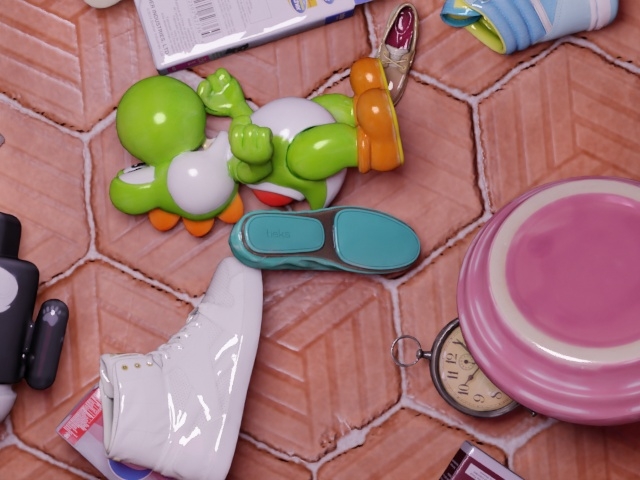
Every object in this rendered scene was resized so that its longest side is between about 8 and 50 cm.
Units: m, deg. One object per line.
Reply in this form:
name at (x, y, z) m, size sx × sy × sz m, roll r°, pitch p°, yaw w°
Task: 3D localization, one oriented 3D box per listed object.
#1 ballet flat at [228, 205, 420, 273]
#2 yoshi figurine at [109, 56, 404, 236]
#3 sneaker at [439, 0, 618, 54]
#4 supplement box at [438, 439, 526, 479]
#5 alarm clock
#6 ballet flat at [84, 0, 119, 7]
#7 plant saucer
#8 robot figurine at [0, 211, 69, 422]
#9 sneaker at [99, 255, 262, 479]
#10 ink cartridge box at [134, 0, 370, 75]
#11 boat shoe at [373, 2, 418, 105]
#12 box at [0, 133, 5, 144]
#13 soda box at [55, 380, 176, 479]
ballet flat at (0.000, 0.000, 1.569) m, size 0.247 × 0.087 × 0.083 m, roll 3°, pitch 81°, yaw -25°
yoshi figurine at (-0.093, -0.140, 1.535) m, size 0.362 × 0.203 × 0.203 m, roll -15°, pitch 70°, yaw 5°
sneaker at (0.216, -0.379, 1.578) m, size 0.208 × 0.127 × 0.319 m, roll -24°, pitch 88°, yaw -4°
supplement box at (0.169, 0.383, 1.573) m, size 0.130 × 0.073 × 0.239 m, roll 35°, pitch 87°, yaw 0°
alarm clock at (0.181, 0.149, 1.587) m, size 0.192 × 0.064 × 0.129 m, roll 10°, pitch 88°, yaw -3°
ballet flat at (-0.212, -0.391, 1.533) m, size 0.086 × 0.086 × 0.248 m, roll 36°, pitch 87°, yaw 0°
plant saucer at (0.325, 0.052, 1.508) m, size 0.332 × 0.084 × 0.332 m, roll -5°, pitch 59°, yaw 9°
robot figurine at (-0.430, 0.098, 1.523) m, size 0.209 × 0.173 × 0.278 m, roll 7°, pitch 86°, yaw 41°
sneaker at (-0.170, 0.132, 1.508) m, size 0.169 × 0.108 × 0.292 m, roll 18°, pitch 63°, yaw -17°
ink cartridge box at (-0.083, -0.341, 1.600) m, size 0.311 × 0.065 × 0.186 m, roll -18°, pitch 87°, yaw 1°
boat shoe at (0.093, -0.235, 1.608) m, size 0.050 × 0.045 × 0.135 m, roll 11°, pitch 88°, yaw -1°
box at (-0.525, -0.038, 1.492) m, size 0.058 × 0.232 × 0.322 m, roll 41°, pitch 87°, yaw 5°
soda box at (-0.194, 0.284, 1.557) m, size 0.263 × 0.092 × 0.083 m, roll 42°, pitch 86°, yaw 0°
